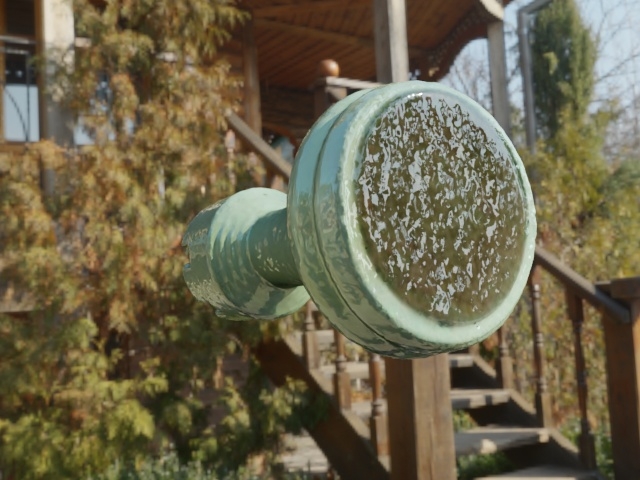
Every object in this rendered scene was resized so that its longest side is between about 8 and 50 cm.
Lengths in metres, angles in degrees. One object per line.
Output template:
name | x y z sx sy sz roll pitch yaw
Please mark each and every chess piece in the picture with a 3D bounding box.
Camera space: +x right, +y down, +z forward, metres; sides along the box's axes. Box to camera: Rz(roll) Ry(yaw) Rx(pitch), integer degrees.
chess piece | 0.000 0.000 0.616 0.194 0.194 0.299 0 -8 -36
